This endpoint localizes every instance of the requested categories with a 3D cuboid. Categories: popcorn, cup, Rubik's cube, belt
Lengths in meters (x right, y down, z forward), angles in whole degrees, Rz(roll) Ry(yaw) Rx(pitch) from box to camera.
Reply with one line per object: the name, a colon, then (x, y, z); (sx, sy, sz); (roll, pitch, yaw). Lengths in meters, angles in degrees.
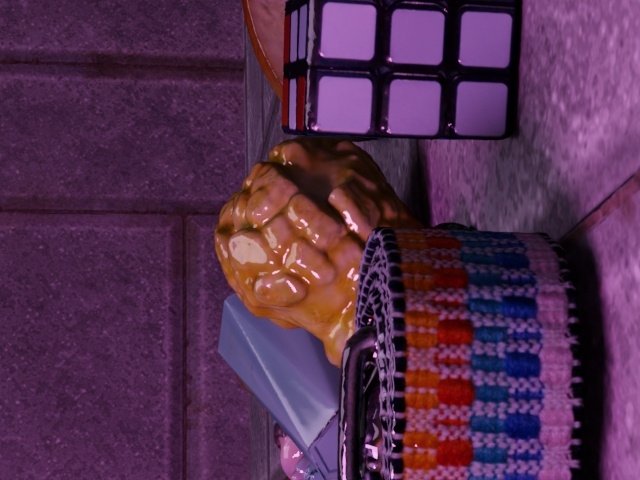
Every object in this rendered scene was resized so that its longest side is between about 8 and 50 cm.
popcorn: (0.007, 0.010, 1.108); (0.216, 0.181, 0.235); (52, -166, 13)
cup: (-0.008, 0.148, 1.267); (0.235, 0.134, 0.148); (47, 139, 50)
Rubik's cube: (0.058, -0.160, 0.893); (0.162, 0.161, 0.163); (-137, 49, -79)
belt: (0.084, 0.120, 0.738); (0.207, 0.150, 0.257); (-130, 42, -84)

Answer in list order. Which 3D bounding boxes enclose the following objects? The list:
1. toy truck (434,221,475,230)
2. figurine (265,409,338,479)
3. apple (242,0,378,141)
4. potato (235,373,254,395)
toy truck: (0.096, 0.049, 0.906); (0.154, 0.078, 0.080); (-107, 19, -61)
figurine: (0.007, 0.255, 1.323); (0.138, 0.110, 0.245); (57, -178, -27)
apple: (0.006, -0.276, 1.364); (0.179, 0.254, 0.346); (-7, 80, 39)
potato: (-0.043, 0.127, 1.580); (0.157, 0.157, 0.194); (-103, 19, -57)
